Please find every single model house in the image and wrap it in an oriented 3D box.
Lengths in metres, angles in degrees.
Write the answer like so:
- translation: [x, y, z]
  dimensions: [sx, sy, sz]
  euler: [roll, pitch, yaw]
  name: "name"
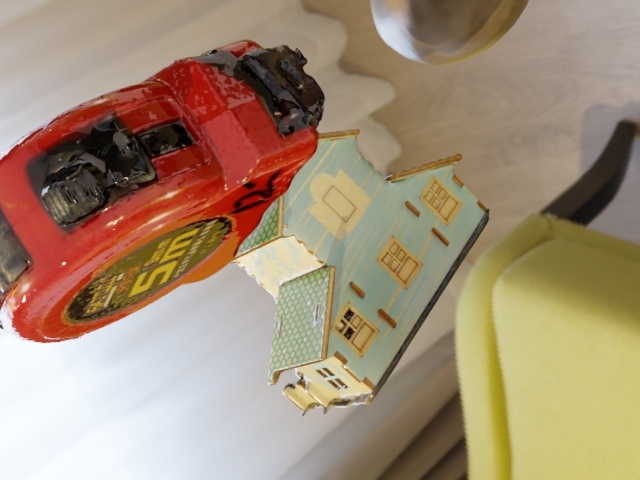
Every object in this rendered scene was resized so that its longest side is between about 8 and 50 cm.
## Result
- translation: [0.000, 0.000, 0.982]
  dimensions: [0.206, 0.271, 0.178]
  euler: [44, 154, -15]
  name: "model house"

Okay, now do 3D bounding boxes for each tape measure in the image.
- translation: [-0.146, -0.028, 0.805]
  dimensions: [0.114, 0.260, 0.253]
  euler: [57, 146, 12]
  name: "tape measure"

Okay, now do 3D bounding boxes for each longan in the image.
- translation: [0.158, -0.316, 1.287]
  dimensions: [0.220, 0.196, 0.197]
  euler: [-38, 87, 20]
  name: "longan"
